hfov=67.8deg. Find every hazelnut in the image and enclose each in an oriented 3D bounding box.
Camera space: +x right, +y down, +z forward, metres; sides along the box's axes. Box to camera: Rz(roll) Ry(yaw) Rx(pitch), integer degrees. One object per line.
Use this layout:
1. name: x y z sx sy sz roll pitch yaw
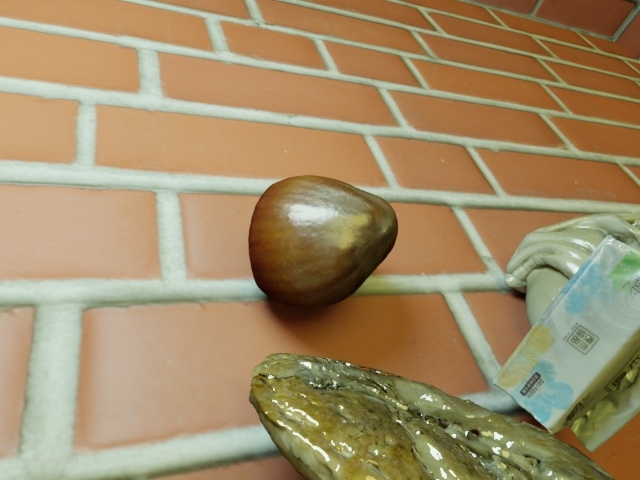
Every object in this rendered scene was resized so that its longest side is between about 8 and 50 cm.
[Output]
1. hazelnut: -0.003 -0.009 0.656 0.186 0.210 0.210 42 46 12

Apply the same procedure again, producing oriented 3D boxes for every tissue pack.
1. tissue pack: 0.356 0.136 0.600 0.145 0.230 0.159 41 11 33

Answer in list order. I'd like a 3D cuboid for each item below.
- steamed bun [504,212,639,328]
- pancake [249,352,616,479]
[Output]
1. steamed bun: 0.500 0.069 0.783 0.323 0.220 0.310 6 45 -20
2. pancake: 0.106 0.200 0.446 0.386 0.082 0.387 20 -1 0
